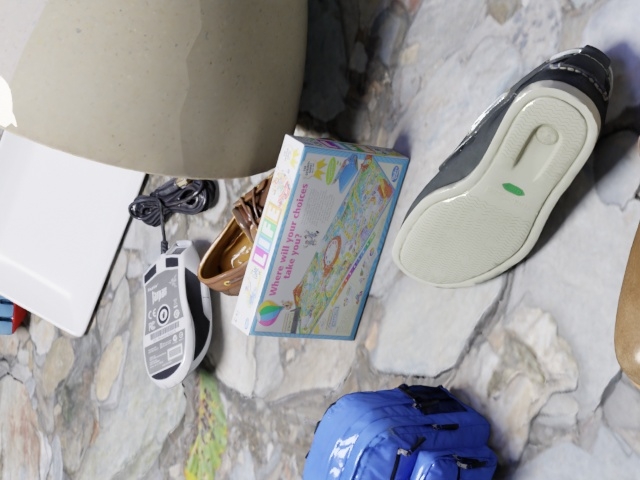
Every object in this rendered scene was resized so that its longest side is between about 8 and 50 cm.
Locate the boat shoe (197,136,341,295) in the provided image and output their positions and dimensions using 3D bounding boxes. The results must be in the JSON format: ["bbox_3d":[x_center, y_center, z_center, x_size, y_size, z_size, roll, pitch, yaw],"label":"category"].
[{"bbox_3d":[-0.039,-0.015,1.561,0.178,0.060,0.064,-51,49,35],"label":"boat shoe"}]

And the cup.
[{"bbox_3d":[-0.141,-0.226,1.493,0.331,0.331,0.237,44,121,45],"label":"cup"}]

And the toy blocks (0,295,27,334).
[{"bbox_3d":[-0.466,0.044,1.962,0.381,0.261,0.190,-5,81,58],"label":"toy blocks"}]

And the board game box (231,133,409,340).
[{"bbox_3d":[0.000,0.000,1.474,0.026,0.103,0.154,34,112,49],"label":"board game box"}]

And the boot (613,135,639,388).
[{"bbox_3d":[0.227,-0.046,1.182,0.112,0.115,0.305,34,114,47],"label":"boot"}]

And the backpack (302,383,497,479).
[{"bbox_3d":[0.057,0.156,1.369,0.101,0.120,0.098,32,110,49],"label":"backpack"}]

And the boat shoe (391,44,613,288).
[{"bbox_3d":[0.129,-0.046,1.355,0.233,0.084,0.079,-52,10,44],"label":"boat shoe"}]

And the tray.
[{"bbox_3d":[-0.235,-0.056,1.802,0.145,0.030,0.270,29,113,12],"label":"tray"}]

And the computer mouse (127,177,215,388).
[{"bbox_3d":[-0.123,0.038,1.682,0.106,0.042,0.193,-24,61,43],"label":"computer mouse"}]
